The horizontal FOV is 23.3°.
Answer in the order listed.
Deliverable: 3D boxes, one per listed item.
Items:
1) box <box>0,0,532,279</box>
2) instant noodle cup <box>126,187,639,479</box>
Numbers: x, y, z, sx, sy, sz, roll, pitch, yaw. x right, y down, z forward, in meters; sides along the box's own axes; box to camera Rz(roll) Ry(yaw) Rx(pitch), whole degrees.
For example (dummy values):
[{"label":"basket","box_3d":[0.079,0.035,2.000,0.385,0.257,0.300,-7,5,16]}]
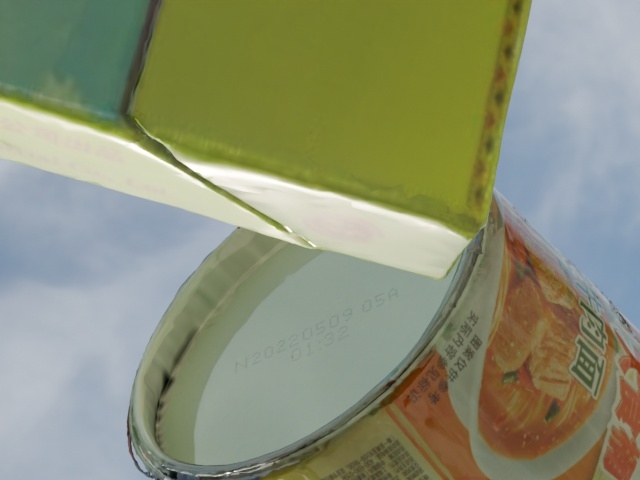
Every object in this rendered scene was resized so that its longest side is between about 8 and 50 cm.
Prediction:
[{"label":"box","box_3d":[-0.104,-0.121,0.398,0.335,0.047,0.187,16,-113,-4]},{"label":"instant noodle cup","box_3d":[0.045,0.100,0.846,0.214,0.296,0.296,48,-121,-29]}]
